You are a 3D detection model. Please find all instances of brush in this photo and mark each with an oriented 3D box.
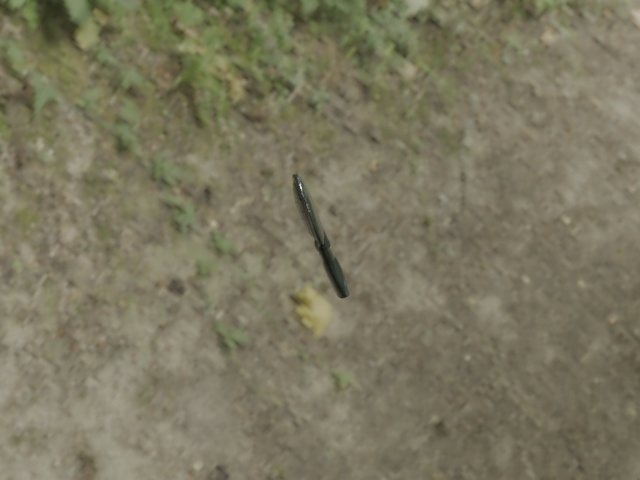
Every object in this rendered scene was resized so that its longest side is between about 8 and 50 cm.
[{"bbox_3d":[0.000,0.000,0.628,0.083,0.008,0.024,67,0,-48],"label":"brush"}]
